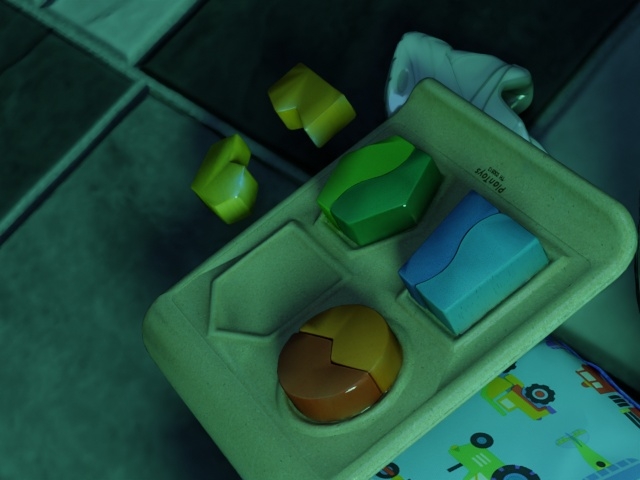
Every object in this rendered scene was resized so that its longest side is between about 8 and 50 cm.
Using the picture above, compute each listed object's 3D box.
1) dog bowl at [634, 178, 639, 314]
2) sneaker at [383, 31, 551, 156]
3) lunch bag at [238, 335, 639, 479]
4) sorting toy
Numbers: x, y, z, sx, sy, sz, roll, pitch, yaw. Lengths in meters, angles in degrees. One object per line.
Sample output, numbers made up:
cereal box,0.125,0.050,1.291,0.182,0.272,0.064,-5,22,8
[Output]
dog bowl,0.345,0.023,0.756,0.407,0.150,0.408,3,54,-5
sneaker,0.086,-0.029,0.917,0.115,0.090,0.232,6,62,10
lunch bag,0.102,0.170,0.772,0.293,0.138,0.221,-32,48,-20
sorting toy,0.000,0.000,0.825,0.229,0.041,0.307,-41,39,-5
